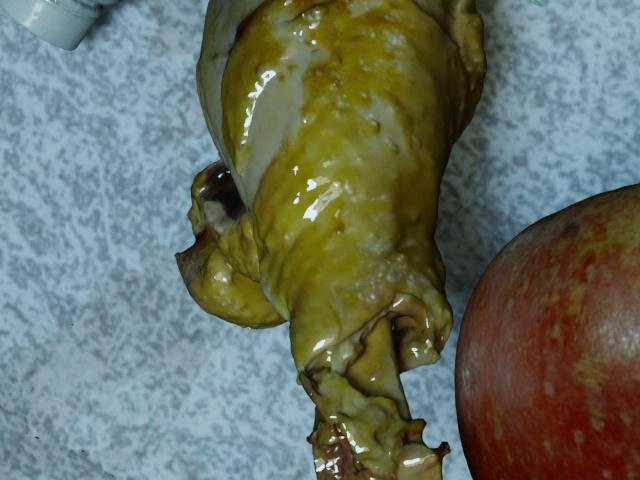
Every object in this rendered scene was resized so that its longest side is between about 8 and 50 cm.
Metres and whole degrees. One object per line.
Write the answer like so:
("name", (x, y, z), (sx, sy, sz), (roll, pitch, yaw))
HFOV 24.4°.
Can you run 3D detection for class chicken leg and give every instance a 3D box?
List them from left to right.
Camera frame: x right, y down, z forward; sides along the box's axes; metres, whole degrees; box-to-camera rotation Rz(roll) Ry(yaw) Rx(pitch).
("chicken leg", (0.000, 0.000, 0.913), (0.182, 0.409, 0.295), (12, 141, -29))

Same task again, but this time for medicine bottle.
("medicine bottle", (-0.157, -0.199, 0.996), (0.080, 0.080, 0.130), (38, 103, 2))

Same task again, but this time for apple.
("apple", (0.251, 0.095, 0.834), (0.348, 0.348, 0.277), (-18, 82, 13))

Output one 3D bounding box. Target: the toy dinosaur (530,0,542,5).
("toy dinosaur", (0.137, -0.202, 0.974), (0.062, 0.021, 0.083), (-42, 89, 1))
